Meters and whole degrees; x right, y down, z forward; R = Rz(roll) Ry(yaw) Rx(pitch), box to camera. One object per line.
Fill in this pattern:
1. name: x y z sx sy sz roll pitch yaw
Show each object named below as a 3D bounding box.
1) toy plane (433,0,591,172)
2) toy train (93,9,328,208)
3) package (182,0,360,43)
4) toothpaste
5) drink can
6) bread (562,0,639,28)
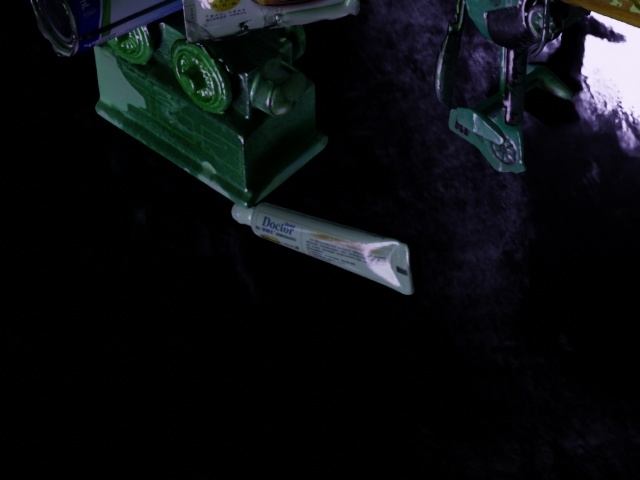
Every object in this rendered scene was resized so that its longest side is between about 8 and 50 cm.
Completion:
1. toy plane: 0.162 -0.203 1.209 0.155 0.106 0.382 36 146 36
2. toy train: -0.120 -0.183 1.520 0.266 0.145 0.202 33 146 27
3. package: -0.052 -0.271 1.354 0.027 0.171 0.173 -108 9 -52
4. toothpaste: 0.000 0.000 1.646 0.255 0.037 0.067 19 129 35
5. drink can: -0.157 -0.260 1.390 0.097 0.235 0.097 47 153 33
6. bread: 0.284 -0.234 1.001 0.235 0.099 0.210 18 135 17
